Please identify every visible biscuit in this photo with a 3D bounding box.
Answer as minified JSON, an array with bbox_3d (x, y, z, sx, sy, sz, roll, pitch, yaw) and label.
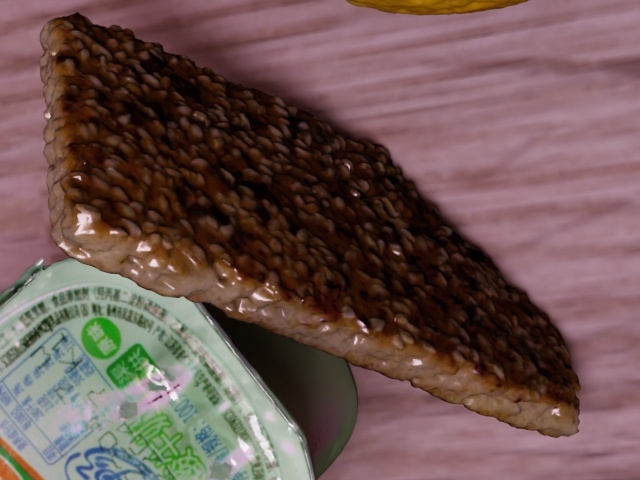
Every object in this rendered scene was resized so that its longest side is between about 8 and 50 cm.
[{"bbox_3d":[0.002,-0.006,0.552,0.237,0.131,0.026,22,125,-28],"label":"biscuit"}]

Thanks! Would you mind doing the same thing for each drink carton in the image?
[{"bbox_3d":[-0.058,0.074,0.578,0.144,0.142,0.146,-40,84,20],"label":"drink carton"}]

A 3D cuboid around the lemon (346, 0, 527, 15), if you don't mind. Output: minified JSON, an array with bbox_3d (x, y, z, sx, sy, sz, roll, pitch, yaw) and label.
[{"bbox_3d":[0.059,-0.175,0.492,0.257,0.188,0.188,-24,89,20],"label":"lemon"}]
